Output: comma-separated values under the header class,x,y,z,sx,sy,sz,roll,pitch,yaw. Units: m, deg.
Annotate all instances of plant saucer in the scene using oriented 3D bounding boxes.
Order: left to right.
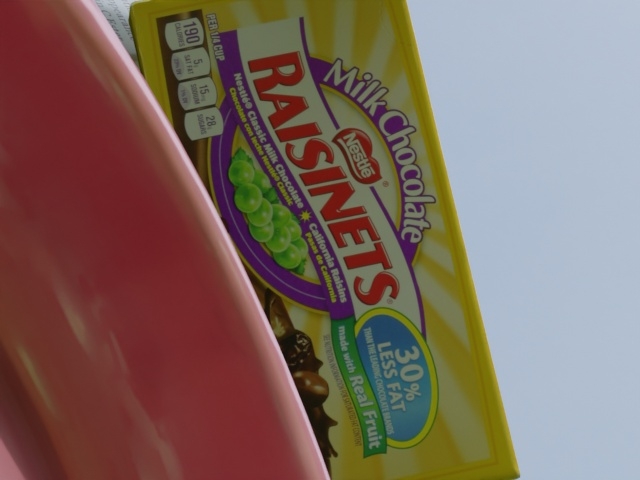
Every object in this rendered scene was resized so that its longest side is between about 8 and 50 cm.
class,x,y,z,sx,sy,sz,roll,pitch,yaw
plant saucer,-0.067,0.079,0.394,0.084,0.332,0.332,-20,-58,12

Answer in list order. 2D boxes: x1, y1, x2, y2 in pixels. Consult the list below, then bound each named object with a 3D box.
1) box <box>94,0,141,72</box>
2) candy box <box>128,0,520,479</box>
class,x,y,z,sx,sy,sz,roll,pitch,yaw
box,-0.152,-0.064,0.858,0.119,0.181,0.182,3,-50,-39
candy box,0.000,0.000,0.743,0.105,0.027,0.205,-12,-101,-9
